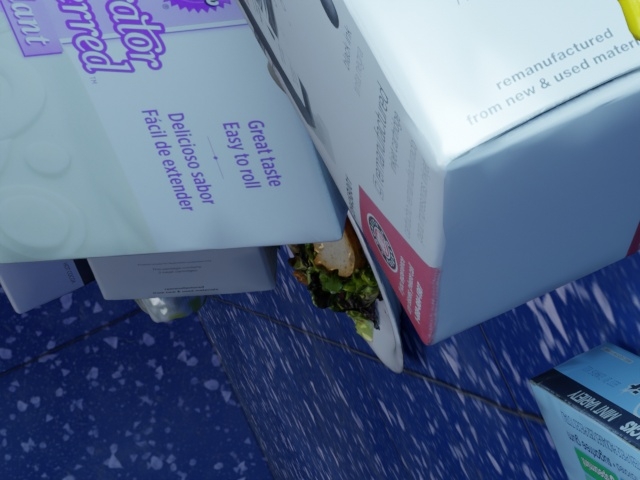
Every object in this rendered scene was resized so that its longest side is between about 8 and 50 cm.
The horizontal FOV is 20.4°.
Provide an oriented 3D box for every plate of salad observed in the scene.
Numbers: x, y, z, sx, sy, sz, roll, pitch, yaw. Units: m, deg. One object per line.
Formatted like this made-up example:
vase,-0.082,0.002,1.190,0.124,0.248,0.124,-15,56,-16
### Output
plate of salad,0.000,0.000,1.154,0.200,0.048,0.200,61,171,16

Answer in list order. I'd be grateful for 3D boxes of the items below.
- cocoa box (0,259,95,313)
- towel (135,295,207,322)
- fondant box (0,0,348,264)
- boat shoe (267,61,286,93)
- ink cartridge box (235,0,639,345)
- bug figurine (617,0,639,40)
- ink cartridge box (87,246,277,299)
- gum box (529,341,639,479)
cocoa box,-0.209,-0.157,1.361,0.231,0.228,0.347,60,170,34
towel,-0.210,-0.088,1.845,0.374,0.090,0.320,-161,47,-80
fondant box,-0.166,-0.102,0.920,0.096,0.330,0.238,-81,-20,-44
boat shoe,0.017,-0.106,0.771,0.206,0.075,0.065,73,-148,-72
ink cartridge box,0.024,-0.097,0.568,0.158,0.092,0.218,86,159,-68
bug figurine,0.069,-0.125,0.272,0.216,0.072,0.279,132,117,-74
ink cartridge box,-0.102,-0.060,1.209,0.176,0.127,0.128,77,-168,-54
gum box,0.150,0.139,0.648,0.184,0.041,0.157,67,171,-12
